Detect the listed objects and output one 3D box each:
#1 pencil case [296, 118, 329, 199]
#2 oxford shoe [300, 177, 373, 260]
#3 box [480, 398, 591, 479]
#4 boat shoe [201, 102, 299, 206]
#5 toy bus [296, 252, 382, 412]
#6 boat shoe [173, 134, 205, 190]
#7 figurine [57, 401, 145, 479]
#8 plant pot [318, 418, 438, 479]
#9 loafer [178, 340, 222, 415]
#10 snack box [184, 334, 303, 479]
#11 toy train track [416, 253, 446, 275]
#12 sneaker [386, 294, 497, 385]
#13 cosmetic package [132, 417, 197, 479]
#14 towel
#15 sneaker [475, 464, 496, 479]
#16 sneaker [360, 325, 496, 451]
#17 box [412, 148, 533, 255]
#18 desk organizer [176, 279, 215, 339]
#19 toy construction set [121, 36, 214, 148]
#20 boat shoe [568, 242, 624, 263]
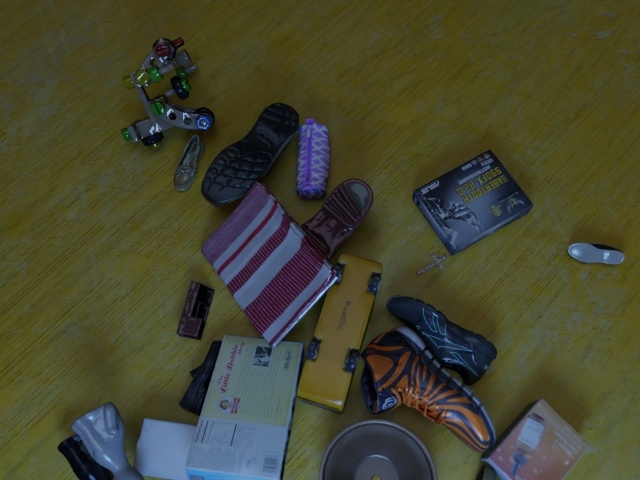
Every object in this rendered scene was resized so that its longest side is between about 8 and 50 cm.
[{"bbox_3d":[-0.020,-0.205,1.504,0.086,0.088,0.206,-2,69,5],"label":"pencil case"},{"bbox_3d":[0.000,0.000,1.412,0.348,0.130,0.123,-41,83,8],"label":"oxford shoe"},{"bbox_3d":[0.442,0.438,1.220,0.170,0.091,0.130,-43,72,-13],"label":"box"},{"bbox_3d":[-0.168,-0.204,1.496,0.122,0.120,0.324,40,71,5],"label":"boat shoe"},{"bbox_3d":[0.048,0.203,1.314,0.108,0.130,0.333,15,70,10],"label":"toy bus"},{"bbox_3d":[-0.347,-0.203,1.542,0.056,0.048,0.153,18,70,10],"label":"boat shoe"},{"bbox_3d":[-0.435,0.465,1.210,0.092,0.215,0.210,-20,70,-45],"label":"figurine"},{"bbox_3d":[0.116,0.493,1.207,0.237,0.110,0.238,-1,67,3],"label":"plant pot"},{"bbox_3d":[-0.268,0.304,1.332,0.061,0.062,0.170,13,68,13],"label":"loafer"},{"bbox_3d":[-0.149,0.350,1.240,0.187,0.060,0.322,5,44,5],"label":"snack box"},{"bbox_3d":[0.269,0.059,1.422,0.083,0.014,0.048,-30,70,-8],"label":"toy train track"},{"bbox_3d":[0.257,0.217,1.314,0.267,0.101,0.106,30,75,14],"label":"sneaker"},{"bbox_3d":[-0.269,0.455,1.259,0.230,0.085,0.118,7,68,8],"label":"cosmetic package"},{"bbox_3d":[-0.129,0.048,1.359,0.237,0.037,0.329,-49,59,13],"label":"towel"},{"bbox_3d":[0.341,0.564,1.190,0.086,0.064,0.192,19,79,8],"label":"sneaker"},{"bbox_3d":[0.200,0.338,1.230,0.180,0.125,0.321,-25,56,-34],"label":"sneaker"},{"bbox_3d":[0.372,-0.095,1.454,0.231,0.056,0.183,-28,69,-7],"label":"box"},{"bbox_3d":[-0.294,0.166,1.395,0.050,0.047,0.130,10,70,5],"label":"desk organizer"},{"bbox_3d":[-0.441,-0.390,1.551,0.237,0.257,0.309,-25,48,6],"label":"toy construction set"},{"bbox_3d":[0.652,0.027,1.400,0.125,0.038,0.046,7,111,12],"label":"boat shoe"}]
